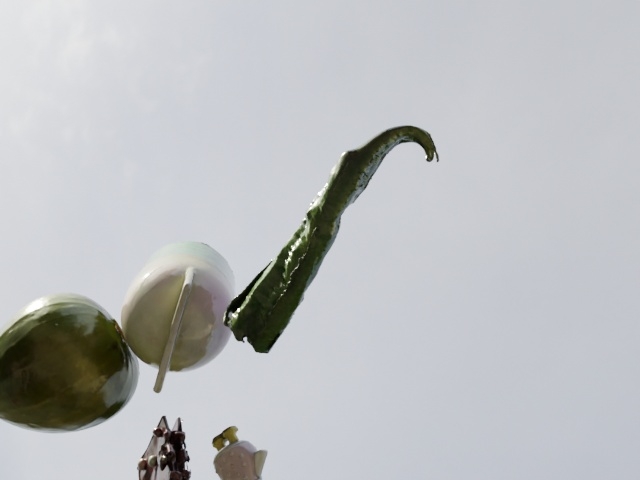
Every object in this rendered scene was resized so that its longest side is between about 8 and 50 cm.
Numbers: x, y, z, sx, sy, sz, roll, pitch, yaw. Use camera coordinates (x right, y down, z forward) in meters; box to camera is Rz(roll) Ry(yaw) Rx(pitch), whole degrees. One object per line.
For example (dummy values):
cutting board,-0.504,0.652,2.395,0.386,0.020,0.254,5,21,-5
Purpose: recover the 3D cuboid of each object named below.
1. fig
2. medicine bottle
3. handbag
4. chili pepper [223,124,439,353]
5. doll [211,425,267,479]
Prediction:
fig,-0.551,0.265,1.457,0.316,0.316,0.316,9,-66,22
medicine bottle,-0.297,0.147,1.493,0.236,0.406,0.235,-1,-79,-7
handbag,-0.353,0.533,1.586,0.216,0.074,0.203,-63,-147,35
chili pepper,0.000,-0.001,0.860,0.085,0.076,0.359,46,-66,13
doll,-0.133,0.436,1.280,0.129,0.081,0.207,-43,-117,15
